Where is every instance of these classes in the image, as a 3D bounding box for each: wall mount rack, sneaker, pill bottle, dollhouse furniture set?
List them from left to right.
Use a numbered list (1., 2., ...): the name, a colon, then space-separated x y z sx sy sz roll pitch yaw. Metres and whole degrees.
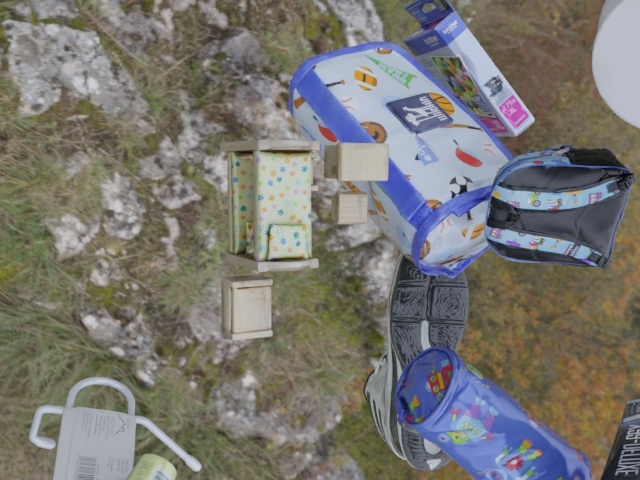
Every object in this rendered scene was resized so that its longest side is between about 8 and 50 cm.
1. wall mount rack: -0.321 0.387 1.163 0.304 0.350 0.130 13 119 -19
2. dollhouse furniture set: 0.000 0.000 0.672 0.161 0.101 0.182 -3 97 -28
3. sneaker: 0.160 0.212 1.466 0.169 0.257 0.447 4 85 -21
4. pill bottle: 0.407 -0.233 0.759 0.334 0.188 0.188 -38 125 -44

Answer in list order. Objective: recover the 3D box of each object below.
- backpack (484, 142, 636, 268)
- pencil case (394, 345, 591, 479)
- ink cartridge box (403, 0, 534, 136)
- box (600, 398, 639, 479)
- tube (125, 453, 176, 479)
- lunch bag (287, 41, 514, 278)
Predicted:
1. backpack: 0.300 -0.048 0.955 0.173 0.117 0.158 2 121 0
2. pencil case: 0.233 0.271 0.983 0.306 0.119 0.133 39 101 -19
3. ink cartridge box: 0.273 -0.338 1.428 0.065 0.186 0.311 -40 104 -5
4. box: 0.412 0.376 0.848 0.242 0.076 0.307 -29 104 -55
5. tube: -0.274 0.402 0.979 0.240 0.070 0.062 -65 141 -50
6. lunch bag: 0.144 -0.127 1.149 0.239 0.328 0.385 -45 159 17
